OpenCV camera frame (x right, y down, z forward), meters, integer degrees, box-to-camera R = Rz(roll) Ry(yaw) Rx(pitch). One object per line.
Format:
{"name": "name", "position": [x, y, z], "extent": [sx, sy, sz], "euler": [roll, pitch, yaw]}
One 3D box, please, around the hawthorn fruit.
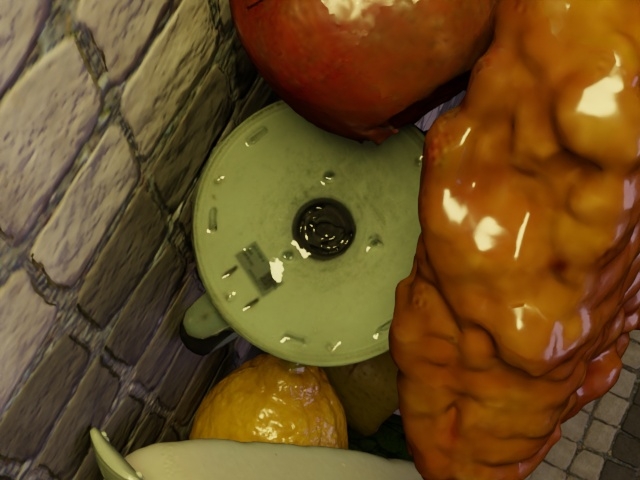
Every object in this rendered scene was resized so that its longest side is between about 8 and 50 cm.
{"name": "hawthorn fruit", "position": [0.030, -0.116, 0.536], "extent": [0.148, 0.148, 0.172], "euler": [-61, 155, -21]}

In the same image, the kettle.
{"name": "kettle", "position": [0.000, 0.000, 0.740], "extent": [0.240, 0.165, 0.255], "euler": [-37, 179, 11]}

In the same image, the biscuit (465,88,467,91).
{"name": "biscuit", "position": [0.195, -0.271, 0.757], "extent": [0.395, 0.166, 0.343], "euler": [-9, 112, -60]}

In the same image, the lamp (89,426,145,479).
{"name": "lamp", "position": [-0.180, 0.204, 0.610], "extent": [0.198, 0.056, 0.050], "euler": [-48, 165, -24]}

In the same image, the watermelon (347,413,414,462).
{"name": "watermelon", "position": [0.040, 0.363, 1.220], "extent": [0.363, 0.363, 0.363], "euler": [-62, 170, -19]}

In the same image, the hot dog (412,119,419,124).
{"name": "hot dog", "position": [0.076, -0.169, 0.910], "extent": [0.131, 0.069, 0.253], "euler": [-59, 168, -21]}

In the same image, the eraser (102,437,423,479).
{"name": "eraser", "position": [-0.067, 0.300, 0.815], "extent": [0.331, 0.150, 0.331], "euler": [-16, 141, -13]}

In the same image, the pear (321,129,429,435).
{"name": "pear", "position": [0.093, 0.012, 1.066], "extent": [0.386, 0.191, 0.340], "euler": [-56, 173, 35]}

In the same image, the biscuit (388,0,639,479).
{"name": "biscuit", "position": [0.155, -0.036, 0.568], "extent": [0.312, 0.110, 0.318], "euler": [-38, 146, -38]}

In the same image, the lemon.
{"name": "lemon", "position": [-0.043, 0.176, 0.915], "extent": [0.142, 0.142, 0.187], "euler": [-51, 161, -56]}
